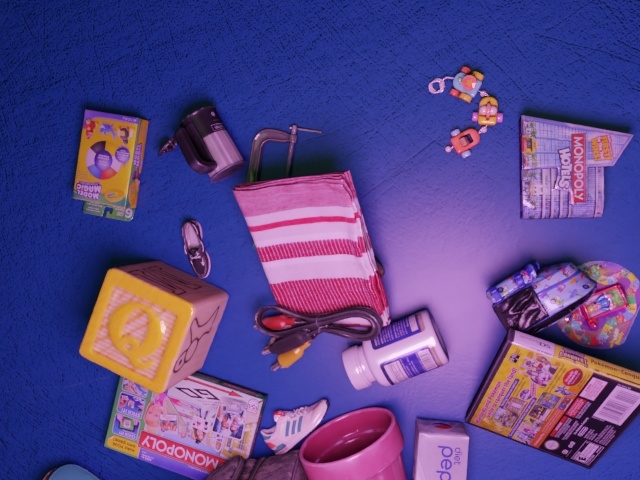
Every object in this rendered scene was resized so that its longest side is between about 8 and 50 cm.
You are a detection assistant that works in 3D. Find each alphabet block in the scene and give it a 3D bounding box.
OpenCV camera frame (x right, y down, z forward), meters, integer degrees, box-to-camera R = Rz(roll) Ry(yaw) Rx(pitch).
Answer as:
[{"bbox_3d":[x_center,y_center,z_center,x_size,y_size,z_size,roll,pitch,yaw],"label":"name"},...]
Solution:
[{"bbox_3d":[-0.326,0.164,1.299,0.193,0.197,0.192,22,96,10],"label":"alphabet block"}]

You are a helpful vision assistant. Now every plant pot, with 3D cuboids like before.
[{"bbox_3d":[0.081,0.448,1.237,0.201,0.201,0.180,-20,97,11],"label":"plant pot"}]

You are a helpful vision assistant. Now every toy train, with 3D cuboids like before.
[{"bbox_3d":[0.277,-0.249,1.240,0.125,0.046,0.166,-23,88,11],"label":"toy train"}]

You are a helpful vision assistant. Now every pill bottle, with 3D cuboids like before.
[{"bbox_3d":[0.143,0.217,1.253,0.186,0.112,0.112,-23,88,11],"label":"pill bottle"}]

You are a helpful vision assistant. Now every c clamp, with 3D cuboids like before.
[{"bbox_3d":[-0.083,-0.163,1.326,0.137,0.022,0.161,15,95,10],"label":"c clamp"}]

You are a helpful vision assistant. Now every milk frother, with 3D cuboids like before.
[{"bbox_3d":[-0.249,-0.178,1.331,0.135,0.129,0.143,61,144,4],"label":"milk frother"}]

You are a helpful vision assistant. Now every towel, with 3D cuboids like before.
[{"bbox_3d":[-0.013,0.032,1.221,0.237,0.037,0.329,-5,118,27],"label":"towel"}]

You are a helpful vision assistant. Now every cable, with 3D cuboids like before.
[{"bbox_3d":[-0.016,0.163,1.275,0.287,0.072,0.139,-23,94,24],"label":"cable"}]

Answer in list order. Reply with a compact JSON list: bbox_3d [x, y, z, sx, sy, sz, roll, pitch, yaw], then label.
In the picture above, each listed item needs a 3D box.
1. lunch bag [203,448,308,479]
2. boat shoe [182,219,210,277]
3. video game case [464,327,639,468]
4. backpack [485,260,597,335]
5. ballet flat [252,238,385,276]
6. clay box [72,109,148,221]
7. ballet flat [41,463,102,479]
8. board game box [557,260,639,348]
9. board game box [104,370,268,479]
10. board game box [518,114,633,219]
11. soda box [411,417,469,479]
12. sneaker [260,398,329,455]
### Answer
[{"bbox_3d":[-0.146,0.533,1.184,0.256,0.305,0.213,-13,93,6],"label":"lunch bag"},{"bbox_3d":[-0.263,0.019,1.361,0.046,0.038,0.125,-8,91,11],"label":"boat shoe"},{"bbox_3d":[0.416,0.290,1.161,0.248,0.035,0.275,19,135,10],"label":"video game case"},{"bbox_3d":[0.402,0.095,1.171,0.173,0.158,0.117,-35,78,16],"label":"backpack"},{"bbox_3d":[0.000,0.000,1.281,0.280,0.095,0.096,14,62,13],"label":"ballet flat"},{"bbox_3d":[-0.450,-0.158,1.383,0.127,0.053,0.222,10,94,11],"label":"clay box"},{"bbox_3d":[-0.401,0.657,1.375,0.482,0.164,0.182,26,119,15],"label":"ballet flat"},{"bbox_3d":[0.528,0.124,1.213,0.133,0.033,0.169,22,97,10],"label":"board game box"},{"bbox_3d":[-0.288,0.384,1.379,0.317,0.046,0.214,15,95,10],"label":"board game box"},{"bbox_3d":[0.471,-0.138,1.200,0.194,0.060,0.194,-2,92,12],"label":"board game box"},{"bbox_3d":[0.225,0.500,1.255,0.098,0.091,0.286,4,93,4],"label":"soda box"},{"bbox_3d":[-0.055,0.369,1.326,0.161,0.057,0.075,-44,88,12],"label":"sneaker"}]
